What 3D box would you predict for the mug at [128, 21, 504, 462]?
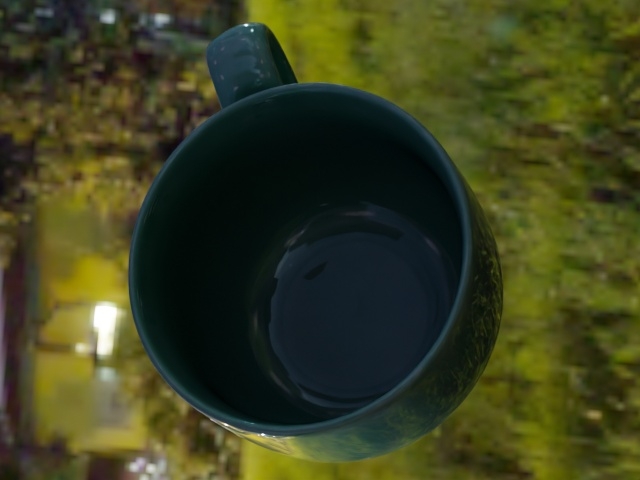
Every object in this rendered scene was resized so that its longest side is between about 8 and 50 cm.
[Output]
[{"bbox_3d":[0.007,0.005,0.662,0.097,0.129,0.157,47,-124,-67],"label":"mug"}]
